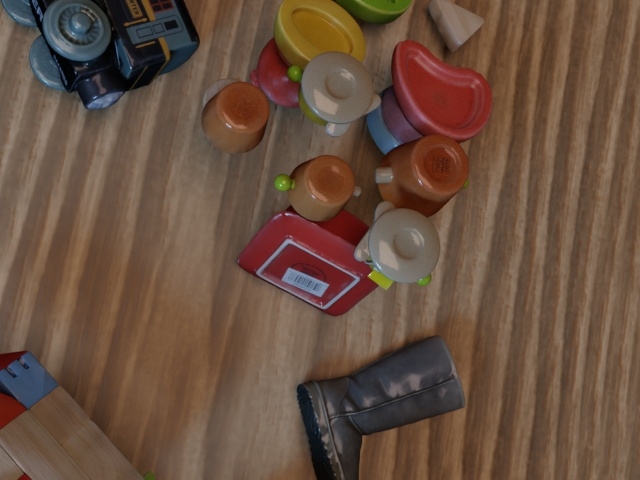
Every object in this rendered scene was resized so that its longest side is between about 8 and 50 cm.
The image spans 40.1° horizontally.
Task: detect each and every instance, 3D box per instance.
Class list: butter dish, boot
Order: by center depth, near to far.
[{"bbox_3d":[0.000,0.000,1.100,0.160,0.160,0.118,28,53,-13],"label":"butter dish"},{"bbox_3d":[0.088,0.235,1.130,0.209,0.076,0.189,-11,89,-24],"label":"boot"}]

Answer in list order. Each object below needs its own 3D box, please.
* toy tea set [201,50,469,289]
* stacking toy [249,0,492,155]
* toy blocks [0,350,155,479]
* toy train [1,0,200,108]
[{"bbox_3d":[0.019,-0.094,1.032,0.336,0.124,0.200,38,71,-7],"label":"toy tea set"},{"bbox_3d":[0.073,-0.241,1.184,0.309,0.130,0.279,29,50,-14],"label":"stacking toy"},{"bbox_3d":[-0.351,0.239,0.819,0.261,0.191,0.381,48,37,1],"label":"toy blocks"},{"bbox_3d":[-0.284,-0.325,1.055,0.190,0.142,0.334,-23,88,-30],"label":"toy train"}]
